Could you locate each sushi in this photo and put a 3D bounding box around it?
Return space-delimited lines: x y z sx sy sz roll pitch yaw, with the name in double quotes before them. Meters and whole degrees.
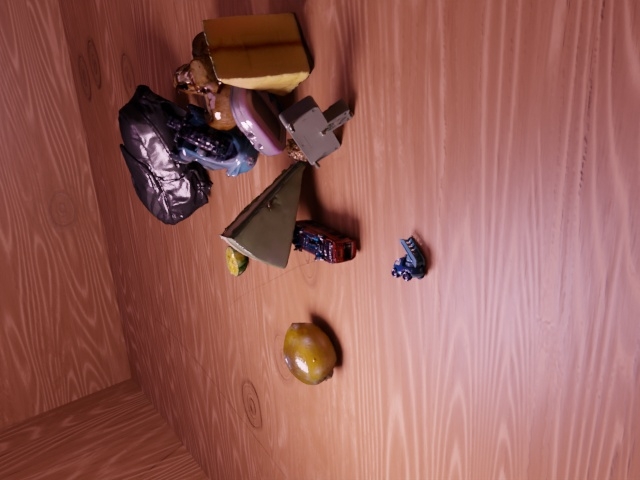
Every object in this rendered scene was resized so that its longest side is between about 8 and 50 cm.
"sushi" -0.059 -0.233 1.886 0.118 0.060 0.062 11 120 60

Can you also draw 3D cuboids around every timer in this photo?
"timer" -0.157 -0.323 1.853 0.208 0.069 0.191 52 -151 -45

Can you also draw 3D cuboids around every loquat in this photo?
"loquat" -0.034 0.315 2.078 0.195 0.152 0.152 51 146 18

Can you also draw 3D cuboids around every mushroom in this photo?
"mushroom" -0.272 -0.426 1.960 0.195 0.283 0.264 -3 104 15

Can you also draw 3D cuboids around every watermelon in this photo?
"watermelon" -0.272 0.064 2.415 0.105 0.062 0.106 45 142 51

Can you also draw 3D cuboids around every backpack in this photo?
"backpack" -0.538 -0.300 2.474 0.363 0.254 0.446 38 151 46

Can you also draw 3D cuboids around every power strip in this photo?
"power strip" 0.005 -0.260 1.678 0.061 0.145 0.216 58 -176 23

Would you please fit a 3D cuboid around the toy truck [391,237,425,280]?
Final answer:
"toy truck" 0.196 0.041 1.625 0.073 0.056 0.090 15 106 51

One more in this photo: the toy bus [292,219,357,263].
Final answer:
"toy bus" 0.000 0.000 1.882 0.234 0.096 0.074 25 120 53

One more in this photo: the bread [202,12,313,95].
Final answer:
"bread" -0.176 -0.439 1.766 0.163 0.263 0.168 -22 82 59

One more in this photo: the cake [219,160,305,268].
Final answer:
"cake" -0.101 -0.057 1.935 0.172 0.284 0.158 45 169 -19

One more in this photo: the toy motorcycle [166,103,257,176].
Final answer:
"toy motorcycle" -0.324 -0.289 2.183 0.172 0.232 0.416 -66 26 4
